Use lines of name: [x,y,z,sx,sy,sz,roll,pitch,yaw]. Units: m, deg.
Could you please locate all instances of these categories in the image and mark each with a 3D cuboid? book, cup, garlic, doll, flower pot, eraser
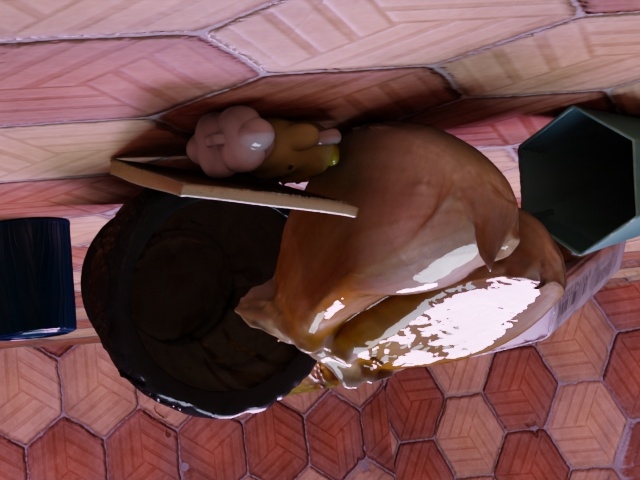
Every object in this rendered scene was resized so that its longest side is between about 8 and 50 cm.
book: [-0.088,-0.049,1.319,0.170,0.018,0.241,7,-175,-23]
cup: [0.323,-0.062,1.485,0.148,0.134,0.235,-34,161,33]
garlic: [0.096,0.018,1.390,0.313,0.286,0.249,-37,-169,36]
doll: [-0.050,-0.084,1.277,0.106,0.062,0.162,-17,167,33]
flower pot: [-0.143,0.053,1.574,0.266,0.266,0.267,-4,-177,-22]
eraser: [0.389,0.087,2.437,0.213,0.082,0.397,-17,-173,33]
cup: [-0.375,0.052,1.738,0.150,0.138,0.113,-8,172,14]

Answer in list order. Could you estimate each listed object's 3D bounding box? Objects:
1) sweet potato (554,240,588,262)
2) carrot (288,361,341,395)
sweet potato: [0.285,0.037,2.384,0.385,0.109,0.109,-14,171,10]
carrot: [-0.090,0.135,2.268,0.340,0.241,0.241,-12,171,32]
